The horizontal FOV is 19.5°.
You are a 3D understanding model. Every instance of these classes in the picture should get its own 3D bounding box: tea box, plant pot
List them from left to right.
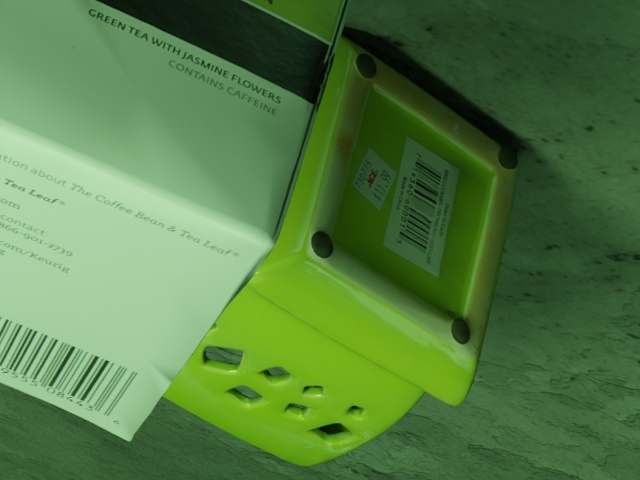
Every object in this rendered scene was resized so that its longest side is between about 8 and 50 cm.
[{"bbox_3d":[-0.165,-0.135,0.892,0.329,0.323,0.220,24,145,-10],"label":"tea box"},{"bbox_3d":[0.000,0.000,1.270,0.227,0.228,0.207,32,148,-30],"label":"plant pot"}]
